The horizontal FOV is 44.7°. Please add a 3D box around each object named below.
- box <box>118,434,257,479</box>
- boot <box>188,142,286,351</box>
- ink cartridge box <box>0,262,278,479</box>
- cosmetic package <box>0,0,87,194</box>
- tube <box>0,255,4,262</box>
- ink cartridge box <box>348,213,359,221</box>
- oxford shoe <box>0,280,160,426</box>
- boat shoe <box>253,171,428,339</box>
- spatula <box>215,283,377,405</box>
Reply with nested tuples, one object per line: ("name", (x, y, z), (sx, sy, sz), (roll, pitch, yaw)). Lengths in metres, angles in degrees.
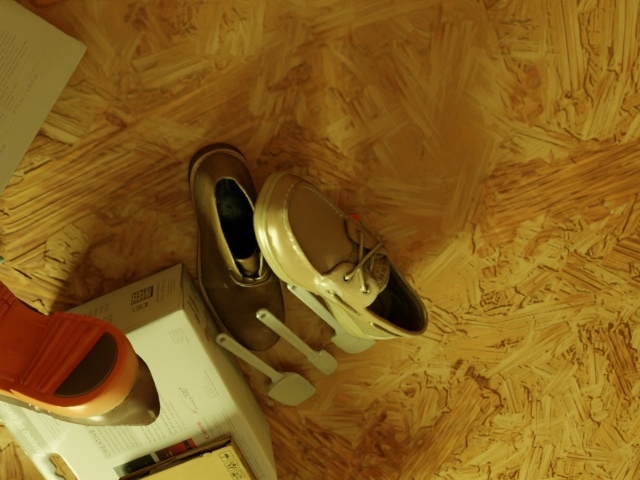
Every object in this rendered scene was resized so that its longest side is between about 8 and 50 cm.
("box", (-0.156, 0.364, 1.047), (0.164, 0.021, 0.201), (-21, 119, 2))
("boot", (-0.104, 0.036, 1.007), (0.112, 0.115, 0.305), (-17, 120, -9))
("ink cartridge box", (-0.243, 0.229, 1.051), (0.271, 0.130, 0.310), (-22, 117, 1))
("cosmetic package", (-0.460, -0.114, 0.783), (0.284, 0.097, 0.377), (32, 79, -26))
("tube", (-0.496, 0.071, 0.965), (0.207, 0.052, 0.080), (-45, 122, 3))
("ink cartridge box", (0.000, 0.000, 1.062), (0.115, 0.029, 0.063), (-6, 115, -11))
("oxford shoe", (-0.340, 0.135, 0.871), (0.130, 0.363, 0.133), (-60, 149, -25))
("boat shoe", (0.039, 0.025, 0.981), (0.341, 0.110, 0.122), (45, 59, -48))
("spatula", (-0.033, 0.148, 1.084), (0.168, 0.019, 0.242), (-35, 141, 7))
